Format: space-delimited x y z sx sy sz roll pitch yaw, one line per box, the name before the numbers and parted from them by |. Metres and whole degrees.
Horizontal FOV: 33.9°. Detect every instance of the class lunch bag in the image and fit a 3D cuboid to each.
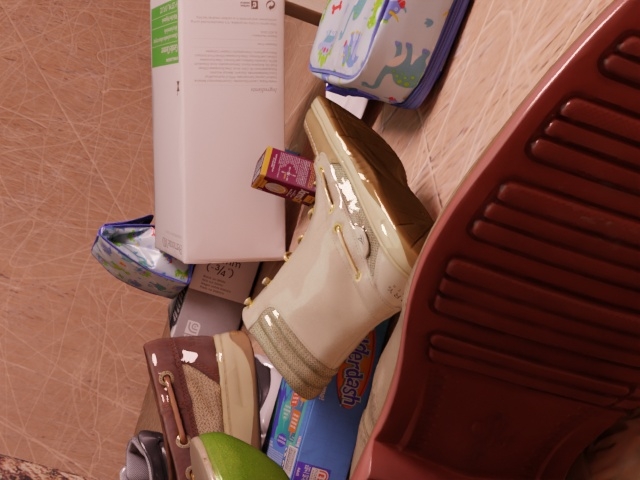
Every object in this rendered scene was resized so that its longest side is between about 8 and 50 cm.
lunch bag | -0.272 0.021 1.610 0.129 0.151 0.096 139 146 -66
lunch bag | 0.066 -0.217 1.009 0.176 0.090 0.219 -68 17 5

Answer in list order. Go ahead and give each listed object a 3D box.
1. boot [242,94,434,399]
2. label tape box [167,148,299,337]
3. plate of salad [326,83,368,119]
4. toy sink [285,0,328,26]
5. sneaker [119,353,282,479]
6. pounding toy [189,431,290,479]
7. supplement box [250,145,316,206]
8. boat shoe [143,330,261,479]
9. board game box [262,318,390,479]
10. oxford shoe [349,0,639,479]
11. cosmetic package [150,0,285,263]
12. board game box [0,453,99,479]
boot | 0.000 0.000 0.825 0.165 0.077 0.213 -49 43 24
label tape box | -0.151 -0.006 1.722 0.240 0.105 0.334 -143 72 -78
plate of salad | 0.049 -0.210 1.219 0.200 0.048 0.200 -172 90 -76
toy sink | 0.018 -0.432 1.501 0.153 0.131 0.234 -139 67 -78
sneaker | -0.122 0.210 1.101 0.269 0.153 0.101 -85 17 -49
pounding toy | -0.011 0.235 0.729 0.183 0.110 0.237 -137 36 -66
supplement box | -0.041 -0.082 1.354 0.055 0.083 0.043 134 152 -66
boat shoe | -0.115 0.250 0.936 0.123 0.123 0.342 131 138 -71
board game box | 0.008 0.104 0.913 0.160 0.047 0.210 159 127 -77
oxford shoe | 0.088 0.022 0.467 0.130 0.123 0.348 -79 13 -57
cosmetic package | -0.144 -0.160 1.471 0.197 0.155 0.366 -167 76 -68
board game box | -0.063 0.230 0.419 0.141 0.290 0.232 -85 17 -48
